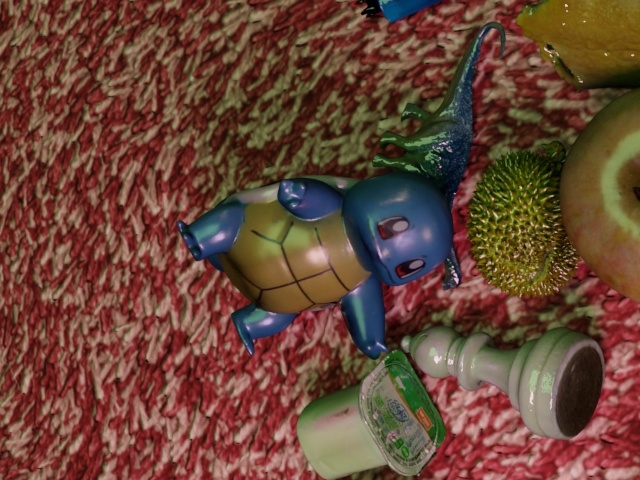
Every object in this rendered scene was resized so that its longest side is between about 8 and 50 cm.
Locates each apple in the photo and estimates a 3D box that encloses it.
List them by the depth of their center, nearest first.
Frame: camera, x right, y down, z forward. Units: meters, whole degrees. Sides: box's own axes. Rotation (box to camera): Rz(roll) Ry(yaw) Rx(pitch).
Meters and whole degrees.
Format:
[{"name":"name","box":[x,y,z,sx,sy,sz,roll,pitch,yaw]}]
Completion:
[{"name":"apple","box":[0.410,-0.048,1.463,0.257,0.234,0.257,-4,81,28]}]

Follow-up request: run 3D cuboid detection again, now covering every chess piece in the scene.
[{"name":"chess piece","box":[0.214,0.161,1.626,0.271,0.139,0.139,11,91,39]}]

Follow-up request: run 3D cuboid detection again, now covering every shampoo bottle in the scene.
[{"name":"shampoo bottle","box":[0.133,-0.360,1.737,0.183,0.050,0.087,-20,80,25]}]

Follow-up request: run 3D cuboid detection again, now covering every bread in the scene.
[{"name":"bread","box":[0.426,-0.283,1.458,0.376,0.251,0.208,2,66,28]}]

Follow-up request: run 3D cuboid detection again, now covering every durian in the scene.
[{"name":"durian","box":[0.252,-0.024,1.586,0.146,0.159,0.198,-8,85,44]}]

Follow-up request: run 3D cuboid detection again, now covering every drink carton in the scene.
[{"name":"drink carton","box":[0.056,0.248,1.678,0.142,0.144,0.146,-23,99,36]}]

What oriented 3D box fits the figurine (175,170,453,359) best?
[{"name":"figurine","box":[-0.028,0.021,1.676,0.416,0.243,0.298,0,121,41]}]

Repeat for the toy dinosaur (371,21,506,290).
[{"name":"toy dinosaur","box":[0.152,-0.120,1.699,0.147,0.076,0.363,14,98,20]}]
